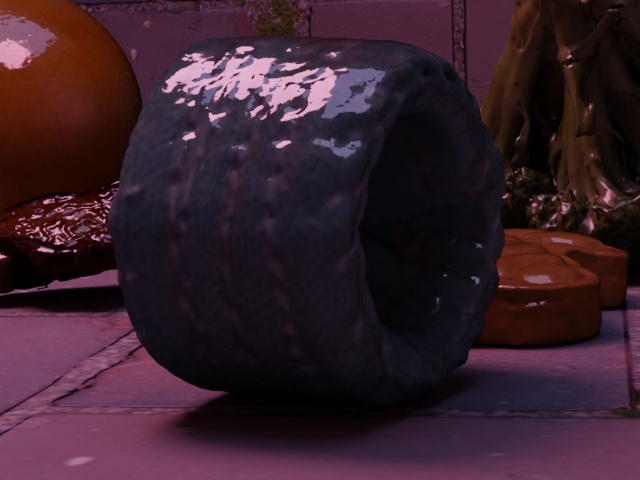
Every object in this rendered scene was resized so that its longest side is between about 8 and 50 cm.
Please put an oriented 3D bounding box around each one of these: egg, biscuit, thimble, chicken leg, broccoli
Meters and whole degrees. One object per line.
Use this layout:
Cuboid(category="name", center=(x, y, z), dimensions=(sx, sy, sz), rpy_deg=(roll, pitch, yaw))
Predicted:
Cuboid(category="egg", center=(-0.336, -0.134, 1.683), dimensions=(0.282, 0.282, 0.351), rpy_deg=(-6, 9, -37))
Cuboid(category="biscuit", center=(0.063, 0.025, 1.153), dimensions=(0.351, 0.057, 0.312), rpy_deg=(3, 9, 37))
Cuboid(category="thimble", center=(0.004, -0.013, 0.856), dimensions=(0.143, 0.198, 0.235), rpy_deg=(3, 14, 27))
Cuboid(category="chicken leg", center=(-0.139, -0.012, 1.268), dimensions=(0.322, 0.083, 0.177), rpy_deg=(-13, 8, -10))
Cuboid(category="broccoli", center=(0.249, -0.108, 1.336), dimensions=(0.321, 0.283, 0.304), rpy_deg=(-38, 36, -21))
